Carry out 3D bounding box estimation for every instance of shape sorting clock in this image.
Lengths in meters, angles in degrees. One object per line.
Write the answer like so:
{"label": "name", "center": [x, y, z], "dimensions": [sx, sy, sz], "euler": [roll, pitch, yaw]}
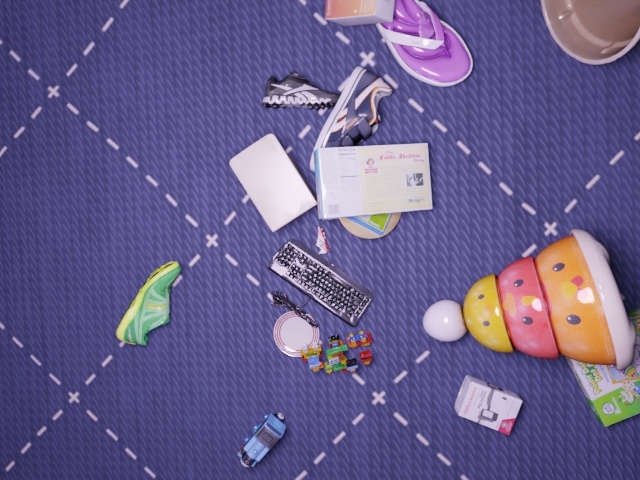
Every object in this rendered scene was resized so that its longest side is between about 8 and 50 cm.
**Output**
{"label": "shape sorting clock", "center": [0.138, -0.108, 1.264], "dimensions": [0.206, 0.040, 0.206], "euler": [0, 90, -14]}

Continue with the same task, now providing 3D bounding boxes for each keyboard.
{"label": "keyboard", "center": [-0.022, 0.154, 1.316], "dimensions": [0.317, 0.033, 0.201], "euler": [34, 90, 5]}

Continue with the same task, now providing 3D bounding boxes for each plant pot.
{"label": "plant pot", "center": [0.779, -0.654, 1.072], "dimensions": [0.305, 0.334, 0.333], "euler": [-26, 89, -4]}

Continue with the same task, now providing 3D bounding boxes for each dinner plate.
{"label": "dinner plate", "center": [-0.073, 0.283, 1.344], "dimensions": [0.141, 0.017, 0.141], "euler": [0, 92, 6]}

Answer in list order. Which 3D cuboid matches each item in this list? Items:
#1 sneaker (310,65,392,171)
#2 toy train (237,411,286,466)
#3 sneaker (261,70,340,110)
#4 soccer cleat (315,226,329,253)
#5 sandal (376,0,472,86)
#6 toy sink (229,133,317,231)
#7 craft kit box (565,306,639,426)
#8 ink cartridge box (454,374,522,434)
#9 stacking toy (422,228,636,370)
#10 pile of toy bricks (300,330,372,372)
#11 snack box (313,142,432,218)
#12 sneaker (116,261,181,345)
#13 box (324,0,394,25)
{"label": "sneaker", "center": [0.087, -0.320, 1.243], "dimensions": [0.127, 0.126, 0.321], "euler": [28, 96, 7]}
{"label": "toy train", "center": [-0.177, 0.600, 1.326], "dimensions": [0.080, 0.105, 0.184], "euler": [40, 96, 4]}
{"label": "sneaker", "center": [-0.055, -0.436, 1.278], "dimensions": [0.234, 0.078, 0.106], "euler": [4, 95, 9]}
{"label": "soccer cleat", "center": [0.000, 0.000, 1.317], "dimensions": [0.036, 0.029, 0.083], "euler": [-16, 95, 3]}
{"label": "sandal", "center": [0.251, -0.594, 1.220], "dimensions": [0.169, 0.102, 0.416], "euler": [-43, 85, 7]}
{"label": "toy sink", "center": [-0.127, -0.165, 1.274], "dimensions": [0.153, 0.131, 0.234], "euler": [-33, 93, 7]}
{"label": "craft kit box", "center": [0.837, 0.348, 1.221], "dimensions": [0.247, 0.061, 0.250], "euler": [-27, 89, 10]}
{"label": "ink cartridge box", "center": [0.476, 0.468, 1.263], "dimensions": [0.150, 0.063, 0.109], "euler": [19, 95, 5]}
{"label": "stacking toy", "center": [0.507, 0.193, 1.163], "dimensions": [0.480, 0.350, 0.350], "euler": [-18, 90, 24]}
{"label": "pile of toy bricks", "center": [0.055, 0.352, 1.301], "dimensions": [0.212, 0.118, 0.105], "euler": [-13, 130, -3]}
{"label": "snack box", "center": [0.147, -0.165, 1.212], "dimensions": [0.322, 0.060, 0.187], "euler": [-6, 93, -15]}
{"label": "sneaker", "center": [-0.507, 0.193, 1.362], "dimensions": [0.123, 0.109, 0.295], "euler": [32, 95, -17]}
{"label": "box", "center": [0.108, -0.663, 1.195], "dimensions": [0.170, 0.091, 0.130], "euler": [16, 109, 37]}
